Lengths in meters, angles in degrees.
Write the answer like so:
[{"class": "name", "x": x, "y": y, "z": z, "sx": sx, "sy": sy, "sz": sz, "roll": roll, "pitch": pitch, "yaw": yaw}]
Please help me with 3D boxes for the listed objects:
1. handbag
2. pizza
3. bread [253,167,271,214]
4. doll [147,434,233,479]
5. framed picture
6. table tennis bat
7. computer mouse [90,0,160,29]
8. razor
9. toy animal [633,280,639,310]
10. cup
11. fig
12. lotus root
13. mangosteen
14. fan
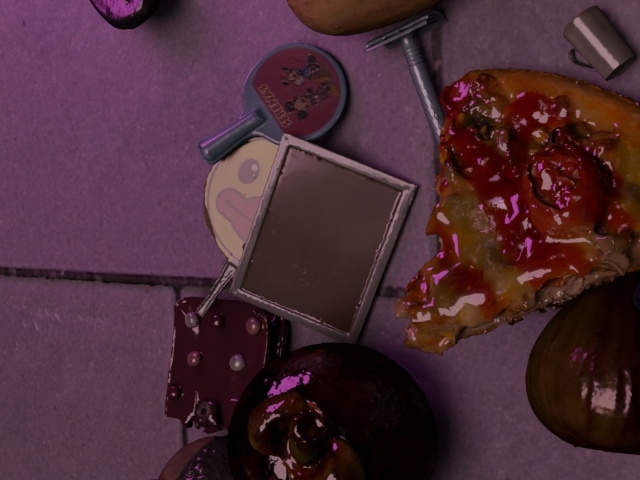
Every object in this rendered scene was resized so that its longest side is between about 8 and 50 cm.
[{"class": "handbag", "x": -0.155, "y": 0.198, "z": 1.767, "sx": 0.203, "sy": 0.074, "sz": 0.216, "roll": 4, "pitch": 84, "yaw": 37}, {"class": "pizza", "x": 0.245, "y": -0.024, "z": 1.346, "sx": 0.440, "sy": 0.130, "sz": 0.406, "roll": 30, "pitch": 75, "yaw": 38}, {"class": "bread", "x": -0.095, "y": -0.059, "z": 1.730, "sx": 0.074, "sy": 0.053, "sz": 0.132, "roll": 9, "pitch": 102, "yaw": 29}, {"class": "doll", "x": -0.119, "y": 0.468, "z": 1.719, "sx": 0.349, "sy": 0.247, "sz": 0.247, "roll": 38, "pitch": 117, "yaw": 10}, {"class": "framed picture", "x": 0.000, "y": 0.000, "z": 1.652, "sx": 0.217, "sy": 0.017, "sz": 0.274, "roll": 24, "pitch": 109, "yaw": 7}, {"class": "table tennis bat", "x": -0.073, "y": -0.192, "z": 1.656, "sx": 0.244, "sy": 0.040, "sz": 0.153, "roll": -33, "pitch": 77, "yaw": 5}, {"class": "computer mouse", "x": -0.324, "y": -0.447, "z": 1.809, "sx": 0.137, "sy": 0.086, "sz": 0.270, "roll": -41, "pitch": 66, "yaw": 22}, {"class": "razor", "x": 0.153, "y": -0.189, "z": 1.543, "sx": 0.106, "sy": 0.068, "sz": 0.232, "roll": -21, "pitch": 89, "yaw": 35}, {"class": "toy animal", "x": 0.490, "y": 0.123, "z": 1.254, "sx": 0.298, "sy": 0.185, "sz": 0.122, "roll": 26, "pitch": 141, "yaw": -16}, {"class": "cup", "x": 0.343, "y": -0.240, "z": 1.405, "sx": 0.075, "sy": 0.054, "sz": 0.083, "roll": -44, "pitch": 75, "yaw": 29}, {"class": "fig", "x": 0.360, "y": 0.098, "z": 1.373, "sx": 0.217, "sy": 0.217, "sz": 0.321, "roll": -3, "pitch": 77, "yaw": 34}, {"class": "lotus root", "x": 0.097, "y": -0.381, "z": 1.493, "sx": 0.342, "sy": 0.151, "sz": 0.169, "roll": -15, "pitch": 87, "yaw": 35}, {"class": "mangosteen", "x": 0.016, "y": 0.292, "z": 1.561, "sx": 0.297, "sy": 0.293, "sz": 0.297, "roll": -1, "pitch": 114, "yaw": -2}, {"class": "fan", "x": -0.094, "y": -0.014, "z": 1.697, "sx": 0.229, "sy": 0.011, "sz": 0.335, "roll": 36, "pitch": 106, "yaw": 6}]
